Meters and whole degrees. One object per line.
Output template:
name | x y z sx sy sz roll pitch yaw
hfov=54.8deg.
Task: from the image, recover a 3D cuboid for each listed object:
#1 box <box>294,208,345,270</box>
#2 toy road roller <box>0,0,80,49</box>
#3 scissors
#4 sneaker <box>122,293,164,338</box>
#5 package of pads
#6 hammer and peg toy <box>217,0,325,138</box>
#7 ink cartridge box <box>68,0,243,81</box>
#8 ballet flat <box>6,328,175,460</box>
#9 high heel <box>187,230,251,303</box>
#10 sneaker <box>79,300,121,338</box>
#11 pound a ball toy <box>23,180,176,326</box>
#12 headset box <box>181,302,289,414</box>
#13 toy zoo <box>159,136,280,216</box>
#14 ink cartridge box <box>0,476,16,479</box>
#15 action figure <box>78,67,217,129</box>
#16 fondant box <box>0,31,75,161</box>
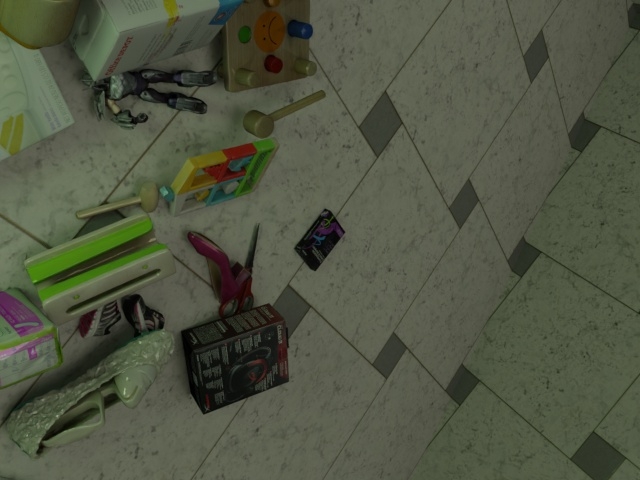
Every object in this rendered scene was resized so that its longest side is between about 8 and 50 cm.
box | 0.000 0.000 1.888 0.162 0.029 0.116 -52 137 -14
toy road roller | -0.487 -0.494 0.958 0.329 0.202 0.240 39 58 -16
scissors | -0.200 0.099 1.734 0.109 0.021 0.297 22 90 -47
sneaker | -0.424 0.191 1.509 0.077 0.072 0.178 -39 145 -35
package of pads | -0.657 0.202 1.135 0.296 0.229 0.101 -19 121 -40
hammer and peg toy | -0.122 -0.446 1.477 0.266 0.127 0.361 -24 128 -38
ink cartridge box | -0.329 -0.456 1.147 0.270 0.198 0.197 -32 96 -34
ballet flat | -0.495 0.360 1.410 0.409 0.147 0.147 -30 128 -22
high heel | -0.286 0.072 1.595 0.117 0.082 0.244 -49 142 -5
sneaker | -0.488 0.149 1.418 0.075 0.063 0.170 21 95 -51
pound a ball toy | -0.461 0.030 1.339 0.319 0.208 0.135 -26 150 -22
headset box | -0.215 0.317 1.699 0.293 0.110 0.218 -16 120 -25
toy zoo | -0.248 -0.147 1.475 0.293 0.030 0.192 -22 159 -39
ink cartridge box | -0.689 0.650 1.417 0.158 0.092 0.218 -56 136 -11
action figure | -0.367 -0.328 1.297 0.285 0.099 0.185 -6 117 -42
fondant box | -0.631 -0.239 1.058 0.330 0.096 0.238 -37 131 -28
